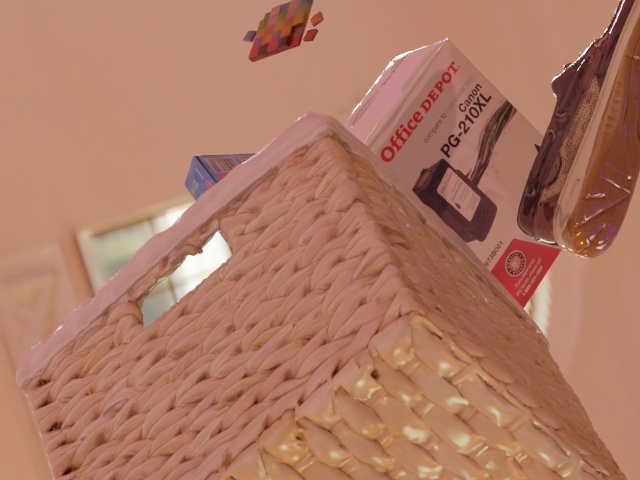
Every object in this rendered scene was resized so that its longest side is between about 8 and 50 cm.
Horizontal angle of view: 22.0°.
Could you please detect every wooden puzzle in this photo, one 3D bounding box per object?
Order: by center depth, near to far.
[{"bbox_3d":[-0.030,-0.163,1.263,0.083,0.049,0.006,-15,-43,38],"label":"wooden puzzle"}]

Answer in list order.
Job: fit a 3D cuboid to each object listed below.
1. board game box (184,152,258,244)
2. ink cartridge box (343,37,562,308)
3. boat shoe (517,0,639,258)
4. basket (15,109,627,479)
[{"bbox_3d":[0.000,0.000,1.421,0.211,0.160,0.039,51,-48,37],"label":"board game box"},{"bbox_3d":[0.137,-0.058,1.660,0.237,0.172,0.100,43,-24,-16],"label":"ink cartridge box"},{"bbox_3d":[0.250,-0.126,1.475,0.092,0.103,0.285,15,-96,38],"label":"boat shoe"},{"bbox_3d":[0.007,0.152,1.244,0.331,0.328,0.266,42,13,-37],"label":"basket"}]
